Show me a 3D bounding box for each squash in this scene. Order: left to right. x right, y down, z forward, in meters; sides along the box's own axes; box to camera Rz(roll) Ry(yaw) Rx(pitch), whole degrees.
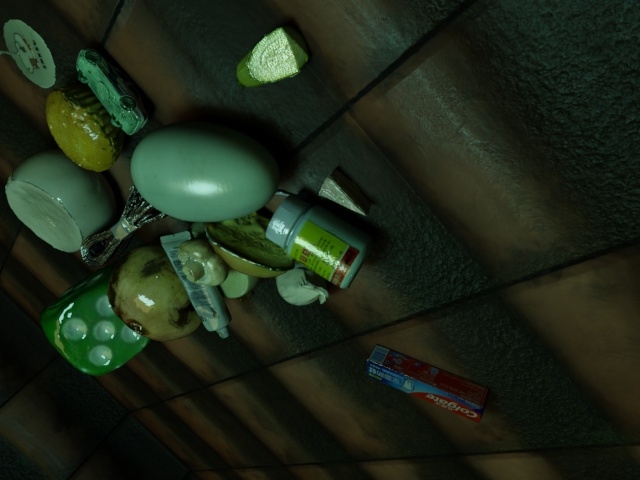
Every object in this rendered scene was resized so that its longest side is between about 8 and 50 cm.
[{"bbox_3d":[-0.119,-0.343,1.051,0.090,0.075,0.200,33,148,-34],"label":"squash"}]

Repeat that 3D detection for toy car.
[{"bbox_3d":[-0.514,-0.375,1.315,0.224,0.076,0.090,54,139,-4],"label":"toy car"}]

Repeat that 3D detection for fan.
[{"bbox_3d":[-0.863,-0.526,1.488,0.328,0.009,0.191,14,133,26],"label":"fan"}]

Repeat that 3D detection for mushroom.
[{"bbox_3d":[-0.302,0.056,1.361,0.148,0.112,0.148,22,130,29],"label":"mushroom"}]

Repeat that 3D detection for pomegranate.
[{"bbox_3d":[-0.487,0.160,1.621,0.322,0.322,0.322,20,135,21],"label":"pomegranate"}]

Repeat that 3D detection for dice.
[{"bbox_3d":[-0.748,0.266,1.824,0.287,0.300,0.297,58,167,-20],"label":"dice"}]

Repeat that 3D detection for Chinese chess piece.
[{"bbox_3d":[-0.273,0.045,1.487,0.250,0.101,0.250,20,135,21],"label":"Chinese chess piece"}]

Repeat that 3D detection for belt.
[{"bbox_3d":[-0.550,-0.046,1.515,0.359,0.094,0.126,-40,101,22],"label":"belt"}]

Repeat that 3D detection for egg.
[{"bbox_3d":[-0.264,-0.154,1.208,0.370,0.230,0.230,9,131,22],"label":"egg"}]

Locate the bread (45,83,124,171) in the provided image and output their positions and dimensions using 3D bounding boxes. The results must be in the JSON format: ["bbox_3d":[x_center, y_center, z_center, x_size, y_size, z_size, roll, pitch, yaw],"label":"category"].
[{"bbox_3d":[-0.623,-0.302,1.410,0.239,0.139,0.240,20,135,21],"label":"bread"}]

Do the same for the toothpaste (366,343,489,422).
[{"bbox_3d":[0.278,0.375,1.403,0.320,0.066,0.076,18,135,24],"label":"toothpaste"}]

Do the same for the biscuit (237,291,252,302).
[{"bbox_3d":[-0.254,0.150,1.630,0.083,0.018,0.081,46,139,-6],"label":"biscuit"}]

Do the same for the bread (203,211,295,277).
[{"bbox_3d":[-0.168,0.010,1.333,0.251,0.174,0.133,26,145,5],"label":"bread"}]

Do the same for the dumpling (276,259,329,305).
[{"bbox_3d":[-0.042,0.118,1.381,0.136,0.118,0.199,42,169,-24],"label":"dumpling"}]

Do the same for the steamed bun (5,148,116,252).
[{"bbox_3d":[-0.776,-0.128,1.624,0.324,0.206,0.324,16,138,15],"label":"steamed bun"}]

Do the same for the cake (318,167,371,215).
[{"bbox_3d":[0.058,-0.096,1.160,0.121,0.052,0.065,41,134,-2],"label":"cake"}]

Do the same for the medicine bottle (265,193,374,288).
[{"bbox_3d":[0.000,0.000,1.216,0.225,0.139,0.139,32,138,8],"label":"medicine bottle"}]

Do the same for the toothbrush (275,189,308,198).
[{"bbox_3d":[-0.112,-0.120,1.289,0.193,0.013,0.019,11,125,29],"label":"toothbrush"}]

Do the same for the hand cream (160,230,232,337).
[{"bbox_3d":[-0.338,0.130,1.494,0.124,0.078,0.341,-9,111,35],"label":"hand cream"}]
